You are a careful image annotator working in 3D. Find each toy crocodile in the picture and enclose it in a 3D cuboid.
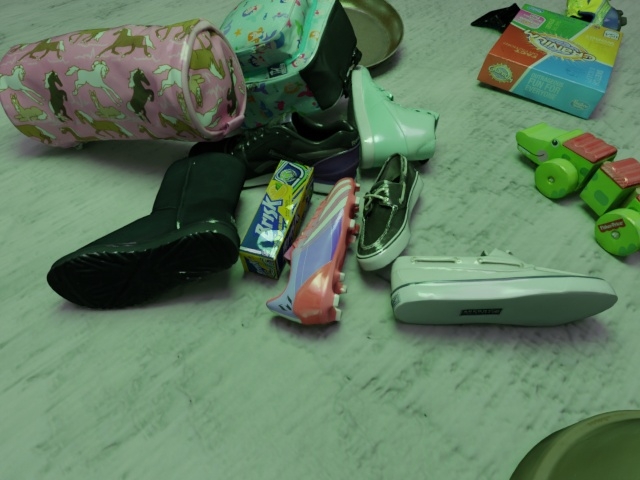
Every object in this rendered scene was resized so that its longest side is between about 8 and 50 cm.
[{"bbox_3d":[0.446,-0.087,0.627,0.115,0.105,0.341,-18,52,-16],"label":"toy crocodile"}]

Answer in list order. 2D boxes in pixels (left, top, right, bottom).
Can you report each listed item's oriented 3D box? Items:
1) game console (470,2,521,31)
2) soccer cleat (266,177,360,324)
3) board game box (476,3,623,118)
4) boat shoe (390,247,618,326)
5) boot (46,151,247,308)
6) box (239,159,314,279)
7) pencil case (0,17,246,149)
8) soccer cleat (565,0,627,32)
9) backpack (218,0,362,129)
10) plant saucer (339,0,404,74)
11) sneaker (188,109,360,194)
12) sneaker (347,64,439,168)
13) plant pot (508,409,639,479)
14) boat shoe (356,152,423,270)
[{"bbox_3d":[0.494,-0.595,1.117,0.122,0.071,0.107,-40,91,-29],"label":"game console"},{"bbox_3d":[0.000,0.000,0.561,0.095,0.083,0.248,6,53,10],"label":"soccer cleat"},{"bbox_3d":[0.528,-0.419,0.925,0.242,0.064,0.317,28,55,16],"label":"board game box"},{"bbox_3d":[0.221,0.054,0.515,0.267,0.096,0.088,-4,54,6],"label":"boat shoe"},{"bbox_3d":[-0.221,-0.025,0.568,0.246,0.094,0.207,-17,39,4],"label":"boot"},{"bbox_3d":[-0.059,-0.033,0.585,0.054,0.059,0.169,14,58,9],"label":"box"},{"bbox_3d":[-0.310,-0.235,0.642,0.385,0.167,0.160,3,72,20],"label":"pencil case"},{"bbox_3d":[0.697,-0.607,1.082,0.121,0.093,0.289,1,49,8],"label":"soccer cleat"},{"bbox_3d":[-0.085,-0.323,0.732,0.253,0.191,0.225,-9,54,35],"label":"backpack"},{"bbox_3d":[0.039,-0.491,0.961,0.310,0.050,0.311,1,63,-2],"label":"plant saucer"},{"bbox_3d":[-0.076,-0.160,0.660,0.283,0.124,0.107,4,50,2],"label":"sneaker"},{"bbox_3d":[0.131,-0.231,0.748,0.151,0.094,0.256,-3,55,-4],"label":"sneaker"},{"bbox_3d":[0.312,0.235,0.240,0.322,0.280,0.323,1,49,-2],"label":"plant pot"},{"bbox_3d":[0.091,-0.049,0.593,0.077,0.070,0.219,-16,33,36],"label":"boat shoe"}]
